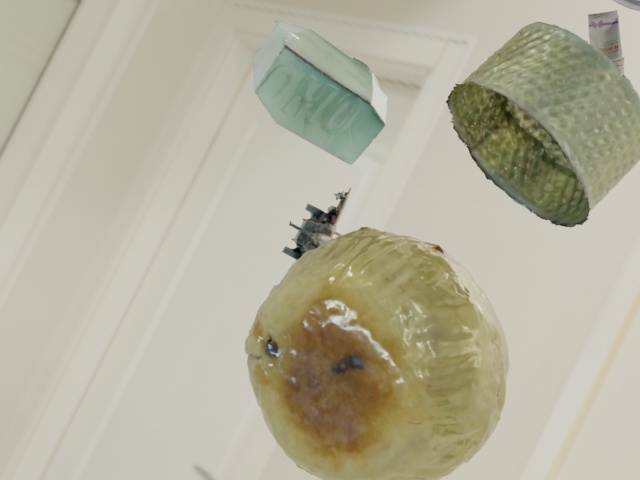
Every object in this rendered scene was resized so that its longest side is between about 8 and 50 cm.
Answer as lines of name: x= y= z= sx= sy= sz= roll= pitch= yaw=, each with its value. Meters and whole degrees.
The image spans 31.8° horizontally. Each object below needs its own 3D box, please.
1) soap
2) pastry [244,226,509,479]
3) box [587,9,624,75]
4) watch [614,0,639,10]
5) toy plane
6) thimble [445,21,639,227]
soap: x=-0.007 y=-0.241 z=1.825 sx=0.230 sy=0.145 sz=0.091 roll=27 pitch=36 yaw=-18
pastry: x=0.092 y=0.170 z=1.636 sx=0.388 sy=0.388 sz=0.312 roll=25 pitch=19 yaw=33
box: x=0.443 y=-0.305 z=1.744 sx=0.050 sy=0.117 sz=0.036 roll=-8 pitch=-40 yaw=15
watch: x=0.388 y=-0.386 z=1.257 sx=0.196 sy=0.244 sz=0.231 roll=-21 pitch=63 yaw=-41
toy plane: x=-0.007 y=-0.003 z=1.950 sx=0.104 sy=0.223 sz=0.326 roll=27 pitch=-1 yaw=9
thimble: x=0.328 y=-0.162 z=1.601 sx=0.271 sy=0.150 sz=0.271 roll=44 pitch=-12 yaw=12
